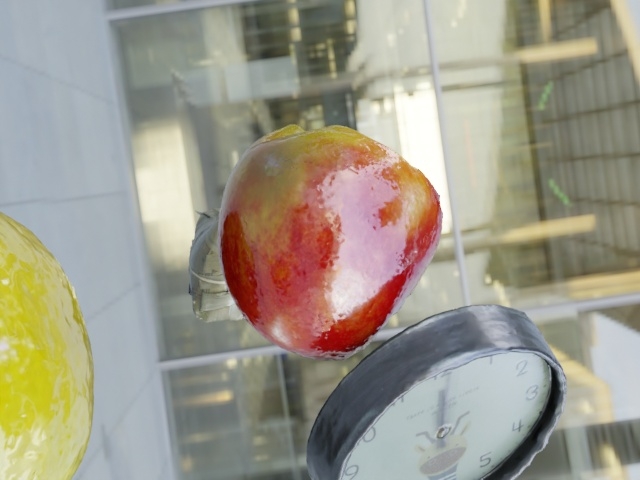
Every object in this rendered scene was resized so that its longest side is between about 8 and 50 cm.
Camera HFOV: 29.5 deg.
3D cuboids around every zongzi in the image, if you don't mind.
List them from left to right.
[{"bbox_3d":[-0.114,-0.023,1.443,0.189,0.081,0.178,-95,-171,-46],"label":"zongzi"}]

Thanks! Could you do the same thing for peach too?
[{"bbox_3d":[-0.004,0.001,0.771,0.118,0.151,0.151,-66,157,-44],"label":"peach"}]

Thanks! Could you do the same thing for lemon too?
[{"bbox_3d":[-0.336,0.111,0.963,0.364,0.364,0.364,172,-90,-89],"label":"lemon"}]

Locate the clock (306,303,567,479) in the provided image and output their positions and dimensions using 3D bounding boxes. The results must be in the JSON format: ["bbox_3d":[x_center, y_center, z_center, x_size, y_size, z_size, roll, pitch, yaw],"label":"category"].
[{"bbox_3d":[0.080,0.124,0.804,0.040,0.185,0.184,54,-20,41],"label":"clock"}]
